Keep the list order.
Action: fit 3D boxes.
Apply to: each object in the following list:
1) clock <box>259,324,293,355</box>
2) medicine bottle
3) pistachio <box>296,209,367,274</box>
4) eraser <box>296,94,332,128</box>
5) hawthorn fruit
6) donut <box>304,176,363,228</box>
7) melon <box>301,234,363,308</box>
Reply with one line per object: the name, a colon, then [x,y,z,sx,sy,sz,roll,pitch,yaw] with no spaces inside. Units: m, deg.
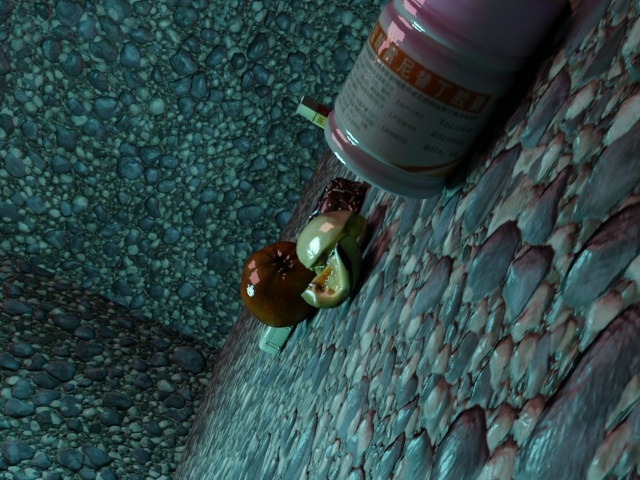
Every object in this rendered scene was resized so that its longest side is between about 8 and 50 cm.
clock: [-0.096,0.193,1.968,0.151,0.062,0.191,-61,7,29]
medicine bottle: [0.156,-0.233,1.020,0.316,0.202,0.202,-61,7,33]
pistachio: [0.023,-0.005,1.556,0.145,0.117,0.200,-62,5,-33]
eraser: [0.037,-0.360,2.300,0.038,0.230,0.157,-58,8,19]
hawthorn fruit: [-0.092,0.118,1.755,0.225,0.196,0.196,99,-171,-49]
donut: [0.025,-0.056,1.869,0.235,0.089,0.235,-63,5,9]
melon: [0.042,0.057,1.398,0.128,0.079,0.160,-44,-11,-47]
